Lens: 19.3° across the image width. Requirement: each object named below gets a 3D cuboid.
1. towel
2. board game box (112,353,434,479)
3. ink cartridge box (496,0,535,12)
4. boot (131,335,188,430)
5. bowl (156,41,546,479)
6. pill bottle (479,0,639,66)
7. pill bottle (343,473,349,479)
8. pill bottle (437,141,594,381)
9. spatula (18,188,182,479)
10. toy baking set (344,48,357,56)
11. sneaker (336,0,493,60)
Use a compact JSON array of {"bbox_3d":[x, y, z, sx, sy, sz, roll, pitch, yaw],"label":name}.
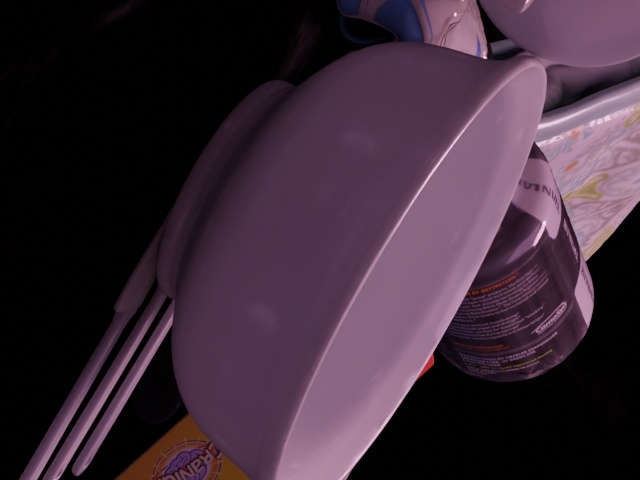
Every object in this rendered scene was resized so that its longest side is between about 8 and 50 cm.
[{"bbox_3d":[0.153,-0.042,1.561,0.374,0.090,0.320,-16,150,-42],"label":"towel"},{"bbox_3d":[-0.055,0.156,1.369,0.316,0.064,0.242,-42,169,-4],"label":"board game box"},{"bbox_3d":[0.094,-0.235,0.821,0.231,0.134,0.078,-62,170,26],"label":"ink cartridge box"},{"bbox_3d":[-0.081,0.084,1.309,0.121,0.045,0.099,-50,170,0],"label":"boot"},{"bbox_3d":[0.000,0.000,1.072,0.298,0.134,0.298,-55,166,-21],"label":"bowl"},{"bbox_3d":[0.174,-0.216,1.142,0.162,0.162,0.278,-62,-179,29],"label":"pill bottle"},{"bbox_3d":[-0.046,0.200,1.653,0.131,0.131,0.229,-50,169,-44],"label":"pill bottle"},{"bbox_3d":[0.110,-0.003,1.317,0.130,0.130,0.245,-56,152,-13],"label":"pill bottle"},{"bbox_3d":[-0.110,0.062,1.144,0.242,0.019,0.168,-60,173,13],"label":"spatula"},{"bbox_3d":[0.023,-0.096,1.321,0.197,0.030,0.256,-49,166,-28],"label":"toy baking set"},{"bbox_3d":[0.058,-0.139,1.167,0.086,0.085,0.237,-15,167,9],"label":"sneaker"}]
